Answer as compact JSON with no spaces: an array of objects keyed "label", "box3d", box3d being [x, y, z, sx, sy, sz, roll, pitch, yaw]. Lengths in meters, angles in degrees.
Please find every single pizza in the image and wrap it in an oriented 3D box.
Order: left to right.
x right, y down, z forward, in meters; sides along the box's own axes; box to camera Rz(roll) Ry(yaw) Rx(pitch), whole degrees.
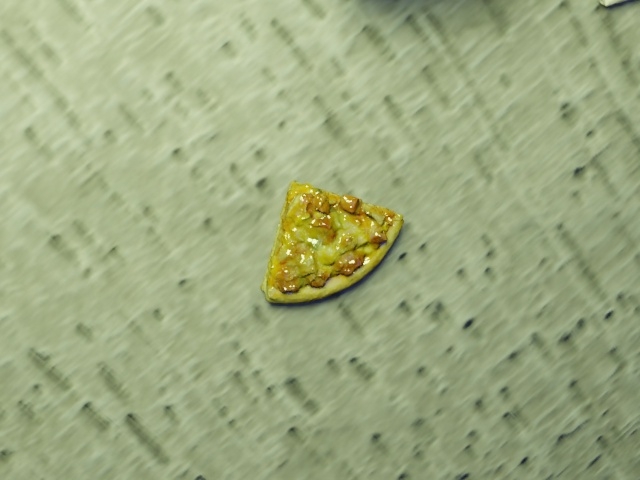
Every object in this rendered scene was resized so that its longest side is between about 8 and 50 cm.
[{"label":"pizza","box3d":[0.000,0.001,1.053,0.175,0.046,0.134,-39,112,-1]}]

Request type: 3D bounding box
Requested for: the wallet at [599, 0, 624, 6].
[{"label":"wallet","box3d":[0.383,-0.326,1.071,0.190,0.033,0.095,-19,112,-8]}]
